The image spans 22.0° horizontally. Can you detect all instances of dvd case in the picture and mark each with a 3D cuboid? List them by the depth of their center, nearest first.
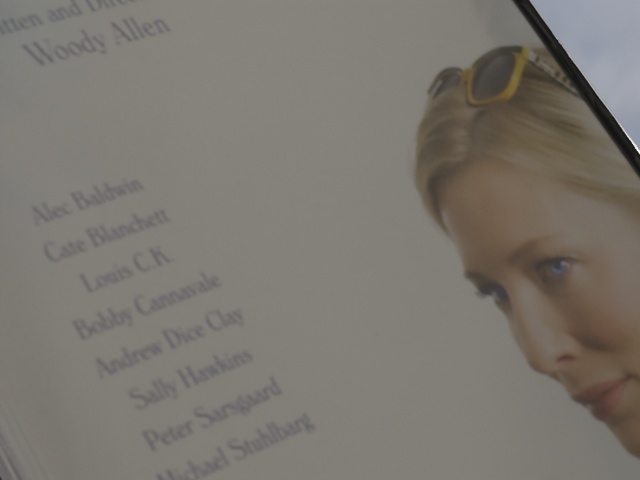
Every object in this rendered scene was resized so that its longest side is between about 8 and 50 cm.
[{"bbox_3d":[0.000,0.000,0.356,0.180,0.022,0.253,-22,-110,-34],"label":"dvd case"}]
